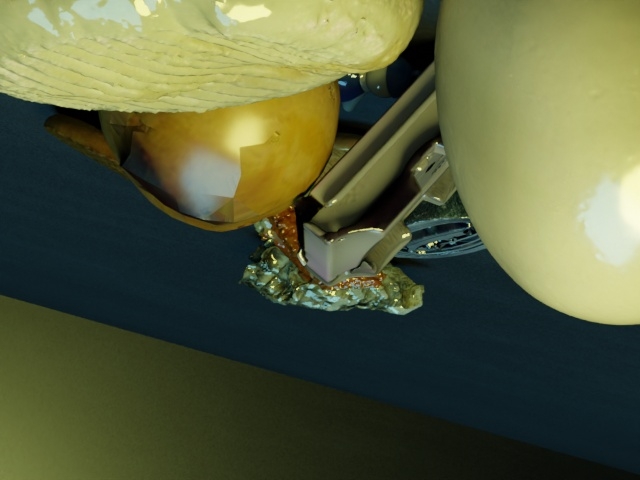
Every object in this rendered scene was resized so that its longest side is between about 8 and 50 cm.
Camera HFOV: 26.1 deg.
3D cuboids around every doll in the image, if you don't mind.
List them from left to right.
[{"bbox_3d":[0.035,-0.164,1.363,0.143,0.057,0.099,5,143,25],"label":"doll"}]

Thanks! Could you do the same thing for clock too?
[{"bbox_3d":[0.076,-0.063,1.329,0.083,0.253,0.186,41,170,10],"label":"clock"}]

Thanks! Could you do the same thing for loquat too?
[{"bbox_3d":[-0.093,-0.125,1.277,0.235,0.235,0.235,12,166,3],"label":"loquat"}]

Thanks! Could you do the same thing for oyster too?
[{"bbox_3d":[0.009,0.063,2.149,0.268,0.112,0.198,-2,160,37],"label":"oyster"}]

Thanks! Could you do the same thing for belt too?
[{"bbox_3d":[0.151,-0.035,1.684,0.141,0.082,0.190,15,157,-41],"label":"belt"}]

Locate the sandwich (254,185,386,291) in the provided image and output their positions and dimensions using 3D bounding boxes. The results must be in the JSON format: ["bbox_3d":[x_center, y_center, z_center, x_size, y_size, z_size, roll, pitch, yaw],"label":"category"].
[{"bbox_3d":[-0.008,-0.003,1.824,0.185,0.160,0.109,11,149,-26],"label":"sandwich"}]

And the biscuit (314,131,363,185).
[{"bbox_3d":[0.017,-0.096,1.684,0.144,0.033,0.224,12,167,8],"label":"biscuit"}]

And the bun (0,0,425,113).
[{"bbox_3d":[-0.106,-0.212,0.978,0.365,0.219,0.365,-1,176,0],"label":"bun"}]

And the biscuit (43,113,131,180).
[{"bbox_3d":[-0.237,-0.096,1.771,0.262,0.037,0.262,28,177,2],"label":"biscuit"}]

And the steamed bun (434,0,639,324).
[{"bbox_3d":[0.188,-0.096,0.949,0.206,0.324,0.324,-13,167,-7],"label":"steamed bun"}]
